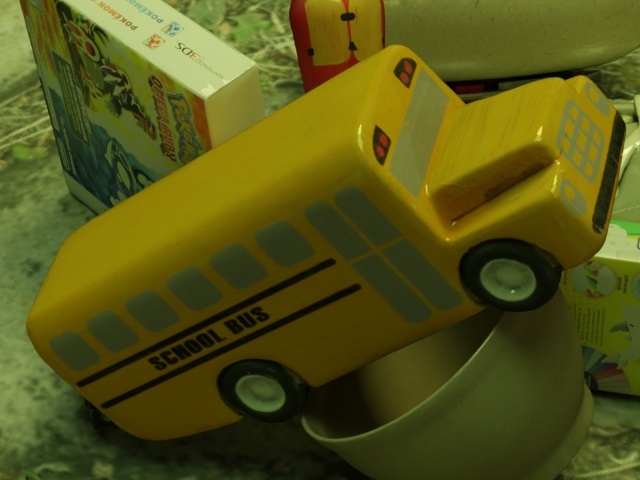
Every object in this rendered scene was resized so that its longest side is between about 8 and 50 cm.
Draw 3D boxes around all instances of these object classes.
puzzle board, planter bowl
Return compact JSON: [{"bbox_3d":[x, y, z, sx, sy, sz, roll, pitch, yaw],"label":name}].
[{"bbox_3d":[0.113,-0.104,1.314,0.128,0.011,0.096,-3,11,25],"label":"puzzle board"},{"bbox_3d":[0.084,0.082,1.093,0.162,0.109,0.162,-38,22,18],"label":"planter bowl"}]

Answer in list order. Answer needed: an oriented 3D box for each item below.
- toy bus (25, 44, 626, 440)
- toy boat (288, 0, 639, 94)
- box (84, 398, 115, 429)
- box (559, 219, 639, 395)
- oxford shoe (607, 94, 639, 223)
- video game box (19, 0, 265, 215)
[{"bbox_3d":[0.000,0.000,1.062,0.332,0.130,0.108,-28,27,37],"label":"toy bus"},{"bbox_3d":[0.075,-0.171,1.251,0.267,0.148,0.318,-1,11,32],"label":"toy boat"},{"bbox_3d":[-0.107,0.076,1.196,0.083,0.018,0.067,-14,45,-11],"label":"box"},{"bbox_3d":[0.176,0.040,1.155,0.179,0.105,0.043,7,38,11],"label":"box"},{"bbox_3d":[0.203,-0.036,1.218,0.449,0.130,0.169,9,48,14],"label":"oxford shoe"},{"bbox_3d":[-0.102,-0.066,1.209,0.187,0.205,0.048,34,59,32],"label":"video game box"}]
